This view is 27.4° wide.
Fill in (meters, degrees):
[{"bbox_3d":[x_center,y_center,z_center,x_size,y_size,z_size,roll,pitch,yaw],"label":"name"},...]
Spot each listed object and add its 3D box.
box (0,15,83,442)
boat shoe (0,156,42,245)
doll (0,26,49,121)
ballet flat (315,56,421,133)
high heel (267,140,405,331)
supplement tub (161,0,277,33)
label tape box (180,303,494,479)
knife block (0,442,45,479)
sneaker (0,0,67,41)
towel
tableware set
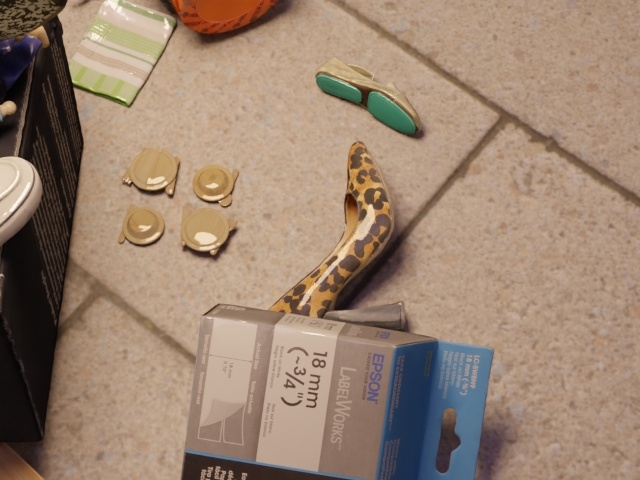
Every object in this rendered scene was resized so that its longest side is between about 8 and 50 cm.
[{"bbox_3d":[-0.552,-0.033,1.533,0.479,0.297,0.472,-1,51,1],"label":"box"},{"bbox_3d":[-0.401,-0.022,1.287,0.267,0.088,0.096,-25,56,-17],"label":"boat shoe"},{"bbox_3d":[-0.377,-0.166,1.423,0.129,0.046,0.189,14,56,24],"label":"doll"},{"bbox_3d":[0.072,-0.204,1.783,0.168,0.057,0.052,30,59,13],"label":"ballet flat"},{"bbox_3d":[0.000,0.000,1.662,0.186,0.093,0.261,-5,74,-8],"label":"high heel"},{"bbox_3d":[-0.184,-0.467,1.825,0.207,0.207,0.338,-23,67,-10],"label":"supplement tub"},{"bbox_3d":[0.018,0.218,1.504,0.333,0.106,0.241,8,95,5],"label":"label tape box"},{"bbox_3d":[-0.300,0.337,1.514,0.242,0.088,0.276,-3,64,-2],"label":"knife block"},{"bbox_3d":[-0.436,-0.160,1.350,0.410,0.158,0.182,-19,72,13],"label":"sneaker"},{"bbox_3d":[-0.281,-0.268,1.833,0.113,0.023,0.152,20,67,11],"label":"towel"},{"bbox_3d":[-0.187,-0.051,1.733,0.168,0.020,0.141,10,63,7],"label":"tableware set"}]
